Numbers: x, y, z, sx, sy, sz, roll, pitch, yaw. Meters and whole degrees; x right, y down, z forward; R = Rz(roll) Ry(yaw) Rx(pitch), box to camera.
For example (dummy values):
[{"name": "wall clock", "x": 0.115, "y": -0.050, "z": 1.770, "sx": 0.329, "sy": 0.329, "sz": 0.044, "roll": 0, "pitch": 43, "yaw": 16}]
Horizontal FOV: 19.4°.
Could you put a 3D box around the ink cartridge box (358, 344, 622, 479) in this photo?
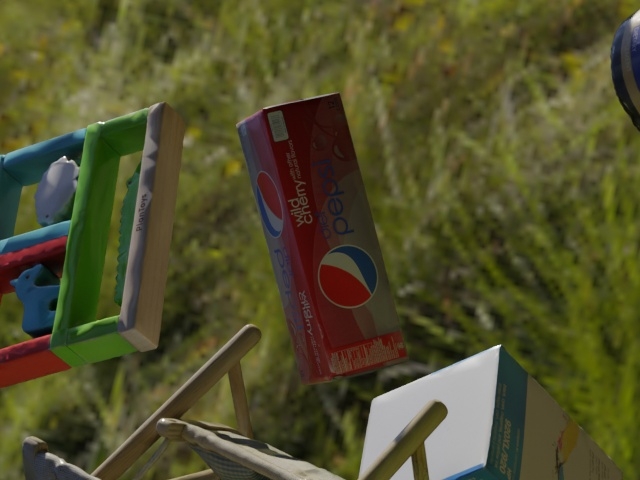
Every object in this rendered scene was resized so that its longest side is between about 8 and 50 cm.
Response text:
[{"name": "ink cartridge box", "x": 0.177, "y": 0.261, "z": 1.902, "sx": 0.171, "sy": 0.232, "sz": 0.168, "roll": -27, "pitch": 33, "yaw": 31}]

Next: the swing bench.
[{"name": "swing bench", "x": -0.062, "y": 0.217, "z": 1.520, "sx": 0.254, "sy": 0.253, "sz": 0.165, "roll": -28, "pitch": -58, "yaw": -33}]

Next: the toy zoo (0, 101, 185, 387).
[{"name": "toy zoo", "x": -0.234, "y": 0.021, "z": 1.332, "sx": 0.030, "sy": 0.293, "sz": 0.192, "roll": 46, "pitch": -143, "yaw": -44}]

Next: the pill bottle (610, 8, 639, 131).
[{"name": "pill bottle", "x": 0.336, "y": -0.154, "z": 1.424, "sx": 0.219, "sy": 0.123, "sz": 0.123, "roll": -23, "pitch": 43, "yaw": 52}]

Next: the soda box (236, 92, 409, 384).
[{"name": "soda box", "x": 0.000, "y": 0.000, "z": 1.768, "sx": 0.092, "sy": 0.083, "sz": 0.263, "roll": 160, "pitch": 96, "yaw": -69}]
